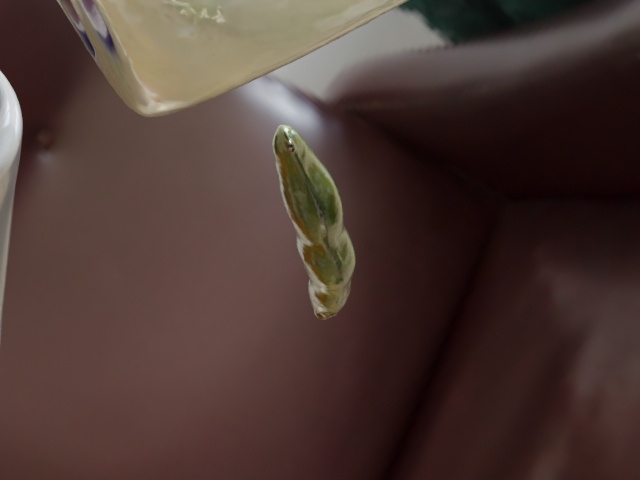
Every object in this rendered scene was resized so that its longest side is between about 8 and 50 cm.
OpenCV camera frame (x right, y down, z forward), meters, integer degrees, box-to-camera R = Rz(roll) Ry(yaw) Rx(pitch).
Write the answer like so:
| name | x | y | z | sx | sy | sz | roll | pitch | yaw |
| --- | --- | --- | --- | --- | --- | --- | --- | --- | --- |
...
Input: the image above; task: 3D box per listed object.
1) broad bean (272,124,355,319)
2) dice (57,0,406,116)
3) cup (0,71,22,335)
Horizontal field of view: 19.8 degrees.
| name | x | y | z | sx | sy | sz | roll | pitch | yaw |
| --- | --- | --- | --- | --- | --- | --- | --- | --- | --- |
| broad bean | 0.001 | 0.001 | 1.422 | 0.043 | 0.297 | 0.060 | -29 | 60 | -10 |
| dice | -0.064 | -0.263 | 1.100 | 0.277 | 0.304 | 0.304 | -30 | 10 | -5 |
| cup | -0.405 | 0.008 | 1.563 | 0.323 | 0.237 | 0.327 | -54 | -14 | -42 |
